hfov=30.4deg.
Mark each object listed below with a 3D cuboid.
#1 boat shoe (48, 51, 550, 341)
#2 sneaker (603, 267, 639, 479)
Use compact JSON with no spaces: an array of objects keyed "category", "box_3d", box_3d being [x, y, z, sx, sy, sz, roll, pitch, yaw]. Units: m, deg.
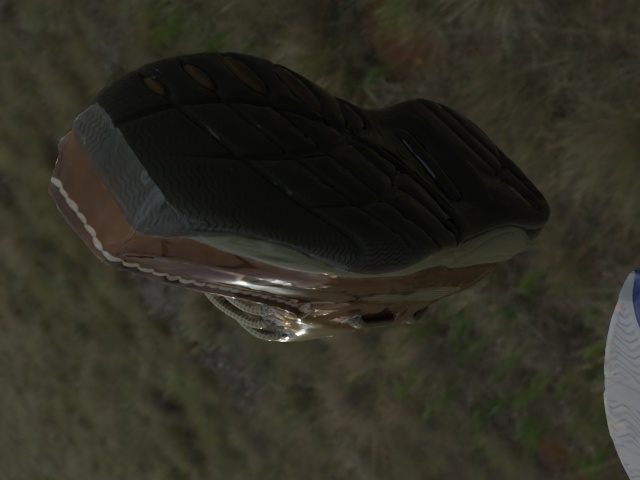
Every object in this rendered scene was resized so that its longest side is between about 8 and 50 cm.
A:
[{"category":"boat shoe","box_3d":[0.000,0.000,0.568,0.324,0.120,0.122,3,-134,-55]},{"category":"sneaker","box_3d":[0.259,0.116,0.567,0.127,0.182,0.315,28,142,59]}]
